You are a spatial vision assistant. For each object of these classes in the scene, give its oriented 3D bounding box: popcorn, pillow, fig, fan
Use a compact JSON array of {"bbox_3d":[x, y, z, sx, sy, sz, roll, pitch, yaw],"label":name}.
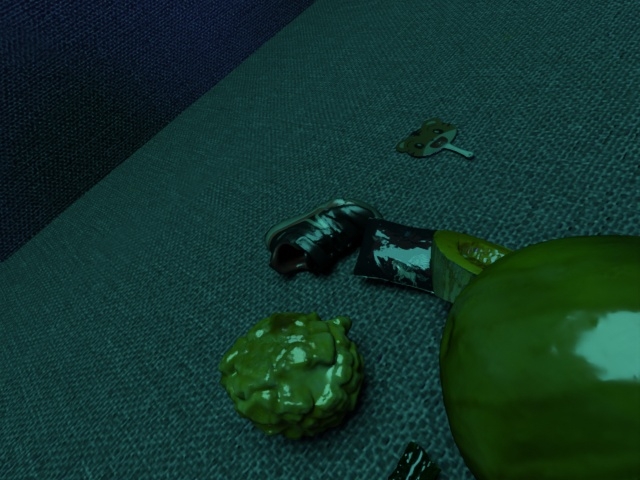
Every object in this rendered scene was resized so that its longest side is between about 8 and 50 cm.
[{"bbox_3d":[-0.044,0.212,0.710,0.235,0.181,0.216,-2,47,22],"label":"popcorn"},{"bbox_3d":[0.174,0.029,0.832,0.208,0.055,0.141,10,69,24],"label":"pillow"},{"bbox_3d":[0.307,0.141,0.437,0.343,0.343,0.343,-16,43,16],"label":"fig"},{"bbox_3d":[0.307,-0.250,1.083,0.152,0.008,0.227,-38,41,-9],"label":"fan"}]

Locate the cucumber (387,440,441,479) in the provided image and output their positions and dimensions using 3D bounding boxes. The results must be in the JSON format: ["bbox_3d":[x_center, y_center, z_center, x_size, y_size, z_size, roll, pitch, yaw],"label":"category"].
[{"bbox_3d":[0.092,0.368,0.572,0.058,0.058,0.187,25,66,43],"label":"cucumber"}]

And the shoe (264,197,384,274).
[{"bbox_3d":[0.000,0.000,0.938,0.291,0.114,0.137,-18,38,18],"label":"shoe"}]

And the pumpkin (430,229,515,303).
[{"bbox_3d":[0.272,0.070,0.704,0.217,0.217,0.110,40,115,47],"label":"pumpkin"}]
